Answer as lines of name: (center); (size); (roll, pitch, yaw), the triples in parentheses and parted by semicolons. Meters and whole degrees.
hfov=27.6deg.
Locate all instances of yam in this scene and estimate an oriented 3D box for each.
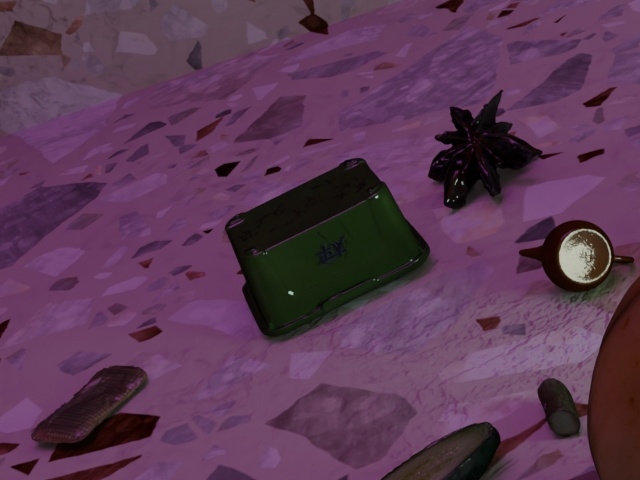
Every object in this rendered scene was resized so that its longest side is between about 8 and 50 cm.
yam: (0.315, 0.221, 1.725); (0.043, 0.043, 0.094); (-20, 23, 9)

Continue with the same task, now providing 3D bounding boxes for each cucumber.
cucumber: (0.139, 0.318, 1.654); (0.244, 0.063, 0.115); (-33, 17, -20)

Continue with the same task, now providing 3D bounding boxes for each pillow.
pillow: (-0.396, 0.282, 2.246); (0.135, 0.034, 0.211); (-6, 28, 37)

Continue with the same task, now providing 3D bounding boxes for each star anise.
star anise: (0.300, -0.165, 2.451); (0.212, 0.129, 0.282); (-28, 32, 5)

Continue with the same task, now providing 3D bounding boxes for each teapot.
teapot: (0.395, 0.025, 2.001); (0.173, 0.116, 0.116); (4, 24, -5)

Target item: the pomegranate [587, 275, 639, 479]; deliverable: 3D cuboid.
pomegranate: (0.457, 0.189, 1.295); (0.412, 0.411, 0.411); (-19, 24, 9)

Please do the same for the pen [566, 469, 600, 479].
pen: (0.252, 0.331, 1.569); (0.197, 0.032, 0.053); (-21, 25, -2)

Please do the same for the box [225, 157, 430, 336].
box: (0.000, 0.000, 2.298); (0.329, 0.177, 0.253); (-25, 22, -5)
